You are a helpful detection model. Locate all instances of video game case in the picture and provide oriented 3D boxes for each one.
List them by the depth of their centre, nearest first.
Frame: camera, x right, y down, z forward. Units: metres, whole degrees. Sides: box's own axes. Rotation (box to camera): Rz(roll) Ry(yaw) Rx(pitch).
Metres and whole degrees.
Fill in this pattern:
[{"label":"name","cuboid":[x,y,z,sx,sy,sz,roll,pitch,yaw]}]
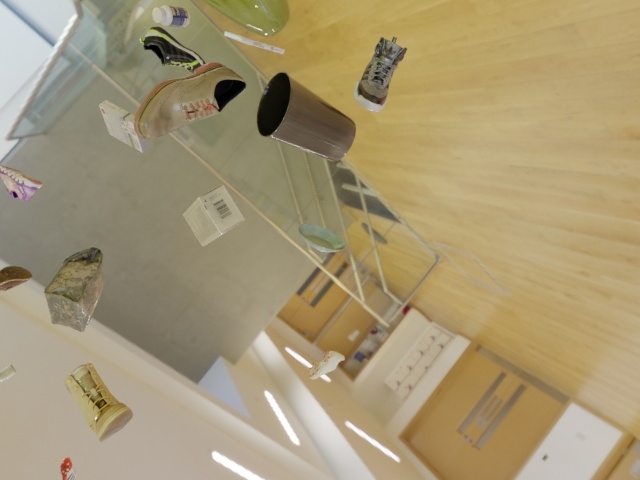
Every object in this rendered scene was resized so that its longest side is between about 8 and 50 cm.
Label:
[{"label":"video game case","cuboid":[-0.298,-0.886,2.279,0.206,0.026,0.227,3,-157,-33]}]

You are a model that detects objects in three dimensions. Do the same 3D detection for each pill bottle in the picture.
[{"label":"pill bottle","cuboid":[-0.522,-0.784,1.780,0.067,0.067,0.120,37,-145,21]}]

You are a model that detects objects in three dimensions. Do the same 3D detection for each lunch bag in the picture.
[{"label":"lunch bag","cuboid":[-1.006,0.191,2.137,0.168,0.287,0.235,18,137,-3]}]

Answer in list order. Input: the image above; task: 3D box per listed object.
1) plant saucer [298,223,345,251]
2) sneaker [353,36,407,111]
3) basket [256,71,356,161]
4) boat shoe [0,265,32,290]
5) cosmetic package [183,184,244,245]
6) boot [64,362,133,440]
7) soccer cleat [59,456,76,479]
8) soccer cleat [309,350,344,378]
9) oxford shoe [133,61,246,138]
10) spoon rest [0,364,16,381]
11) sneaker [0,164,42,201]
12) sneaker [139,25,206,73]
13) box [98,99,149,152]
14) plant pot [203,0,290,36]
[{"label":"plant saucer","cuboid":[0.000,0.000,1.921,0.194,0.038,0.195,19,-159,-8]},{"label":"sneaker","cuboid":[0.175,-0.495,1.478,0.101,0.269,0.153,22,135,-6]},{"label":"basket","cuboid":[-0.031,-0.307,1.333,0.226,0.154,0.205,21,-141,-33]},{"label":"boat shoe","cuboid":[-0.994,0.125,1.607,0.064,0.060,0.178,42,-168,5]},{"label":"cosmetic package","cuboid":[-0.418,-0.090,1.962,0.160,0.113,0.309,59,154,-6]},{"label":"boot","cuboid":[-0.592,0.418,1.350,0.204,0.095,0.262,55,146,8]},{"label":"soccer cleat","cuboid":[-0.597,0.550,1.209,0.029,0.084,0.035,5,-173,16]},{"label":"soccer cleat","cuboid":[0.021,0.505,2.033,0.076,0.196,0.068,22,-138,-22]},{"label":"oxford shoe","cuboid":[-0.355,-0.385,1.407,0.130,0.348,0.123,29,150,30]},{"label":"spoon rest","cuboid":[-0.945,0.291,1.354,0.137,0.084,0.276,14,142,46]},{"label":"sneaker","cuboid":[-1.220,-0.226,2.029,0.236,0.105,0.095,25,-176,23]},{"label":"sneaker","cuboid":[-0.493,-0.609,1.707,0.234,0.097,0.084,33,157,-21]},{"label":"box","cuboid":[-0.737,-0.427,1.913,0.186,0.038,0.145,27,145,20]},{"label":"plant pot","cuboid":[-0.227,-0.800,1.623,0.274,0.275,0.293,35,-178,34]}]
